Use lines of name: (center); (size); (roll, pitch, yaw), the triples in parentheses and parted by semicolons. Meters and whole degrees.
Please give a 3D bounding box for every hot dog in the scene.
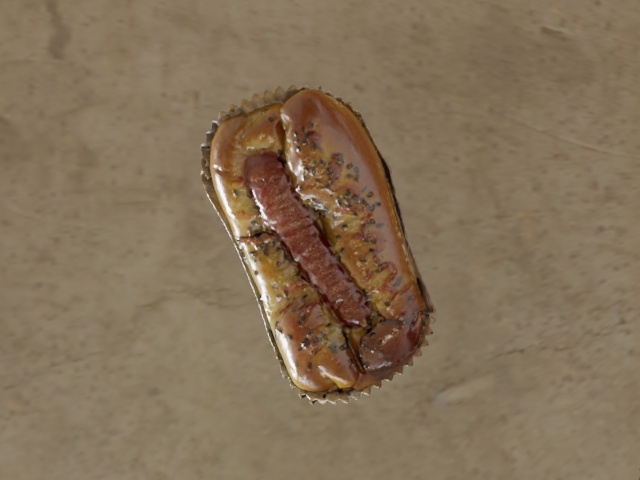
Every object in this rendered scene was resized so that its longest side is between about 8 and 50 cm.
hot dog: (0.000, 0.000, 1.050); (0.108, 0.059, 0.191); (-23, 88, 12)

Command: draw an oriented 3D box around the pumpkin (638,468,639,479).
pumpkin: (0.277, 0.141, 0.910); (0.130, 0.149, 0.254); (46, 141, -7)
